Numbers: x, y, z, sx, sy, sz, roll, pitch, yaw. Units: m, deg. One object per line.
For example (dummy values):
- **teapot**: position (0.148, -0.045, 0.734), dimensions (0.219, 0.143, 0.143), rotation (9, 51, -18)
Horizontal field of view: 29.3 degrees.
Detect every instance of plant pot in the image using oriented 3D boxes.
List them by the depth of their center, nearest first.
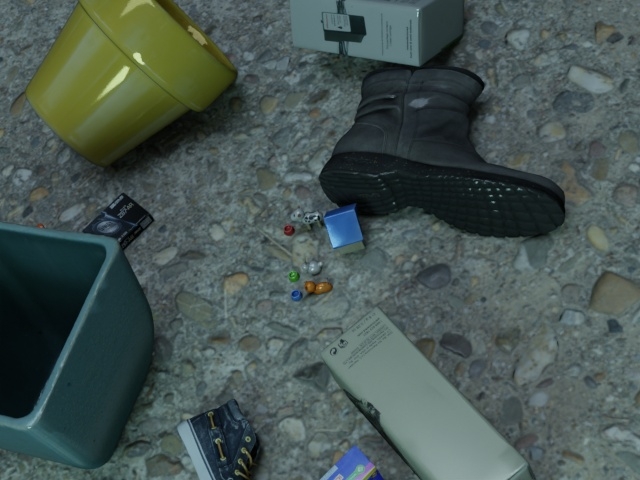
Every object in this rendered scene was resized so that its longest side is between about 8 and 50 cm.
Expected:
- **plant pot**: position (-0.345, 0.152, 1.505), dimensions (0.247, 0.252, 0.248), rotation (8, 60, 24)
- **plant pot**: position (-0.289, -0.246, 1.774), dimensions (0.239, 0.254, 0.254), rotation (-44, 53, 7)

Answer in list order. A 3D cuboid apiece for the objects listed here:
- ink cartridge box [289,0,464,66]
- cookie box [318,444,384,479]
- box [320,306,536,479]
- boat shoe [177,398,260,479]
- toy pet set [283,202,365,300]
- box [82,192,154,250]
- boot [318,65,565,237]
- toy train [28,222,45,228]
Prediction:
- **ink cartridge box**: position (0.080, -0.322, 1.741), dimensions (0.208, 0.087, 0.153), rotation (14, 32, 27)
- **cookie box**: position (0.031, 0.292, 1.366), dimensions (0.092, 0.107, 0.040), rotation (-43, 54, -11)
- **box**: position (0.123, 0.209, 1.389), dimensions (0.094, 0.113, 0.275), rotation (-38, 52, -7)
- **boat shoe**: position (-0.102, 0.271, 1.455), dimensions (0.083, 0.065, 0.183), rotation (-28, 54, -5)
- **toy pet set**: position (0.000, 0.000, 1.601), dimensions (0.114, 0.065, 0.122), rotation (-16, 54, 9)
- **box**: position (-0.289, -0.021, 1.748), dimensions (0.083, 0.018, 0.067), rotation (-45, 55, -12)
- **boot**: position (0.178, -0.135, 1.604), dimensions (0.338, 0.118, 0.223), rotation (13, 57, 22)
- **toy train**: position (-0.448, 0.038, 1.747), dimensions (0.125, 0.046, 0.166), rotation (-3, 57, 17)
